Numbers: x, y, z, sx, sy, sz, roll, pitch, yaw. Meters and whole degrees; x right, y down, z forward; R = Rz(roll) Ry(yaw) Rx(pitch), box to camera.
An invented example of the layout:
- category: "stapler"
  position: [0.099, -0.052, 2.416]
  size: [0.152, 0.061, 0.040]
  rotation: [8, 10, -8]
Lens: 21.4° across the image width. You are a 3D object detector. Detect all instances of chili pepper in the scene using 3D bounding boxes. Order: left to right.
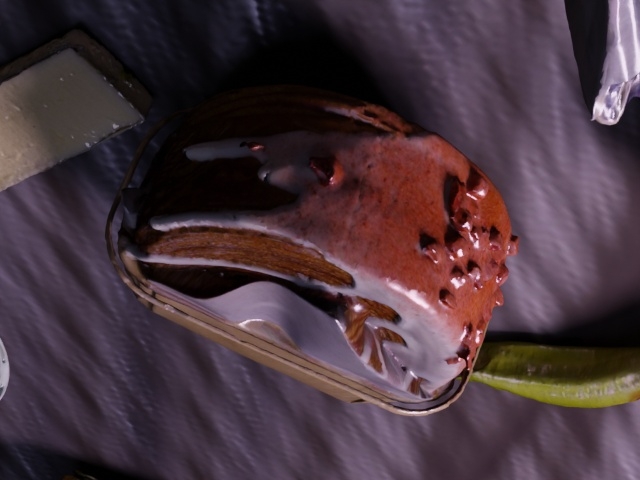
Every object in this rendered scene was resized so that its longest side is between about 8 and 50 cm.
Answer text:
- category: "chili pepper"
  position: [0.157, 0.079, 1.027]
  size: [0.208, 0.043, 0.049]
  rotation: [-10, 145, 31]

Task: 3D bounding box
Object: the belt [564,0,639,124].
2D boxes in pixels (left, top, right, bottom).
- category: "belt"
  position: [0.168, -0.151, 0.703]
  size: [0.140, 0.126, 0.230]
  rotation: [-10, 136, -3]

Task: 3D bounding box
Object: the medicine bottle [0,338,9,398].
- category: "medicine bottle"
  position: [-0.320, 0.113, 1.231]
  size: [0.218, 0.074, 0.074]
  rotation: [-20, 126, 40]

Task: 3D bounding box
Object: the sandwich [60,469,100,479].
- category: "sandwich"
  position: [-0.089, 0.282, 1.315]
  size: [0.251, 0.087, 0.226]
  rotation: [15, 138, 9]

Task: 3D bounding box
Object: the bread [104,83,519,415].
- category: "bread"
  position: [0.000, 0.000, 0.936]
  size: [0.224, 0.142, 0.212]
  rotation: [26, 154, -9]

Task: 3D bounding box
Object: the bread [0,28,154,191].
- category: "bread"
  position: [-0.171, -0.073, 0.994]
  size: [0.154, 0.028, 0.068]
  rotation: [-22, 126, 37]
